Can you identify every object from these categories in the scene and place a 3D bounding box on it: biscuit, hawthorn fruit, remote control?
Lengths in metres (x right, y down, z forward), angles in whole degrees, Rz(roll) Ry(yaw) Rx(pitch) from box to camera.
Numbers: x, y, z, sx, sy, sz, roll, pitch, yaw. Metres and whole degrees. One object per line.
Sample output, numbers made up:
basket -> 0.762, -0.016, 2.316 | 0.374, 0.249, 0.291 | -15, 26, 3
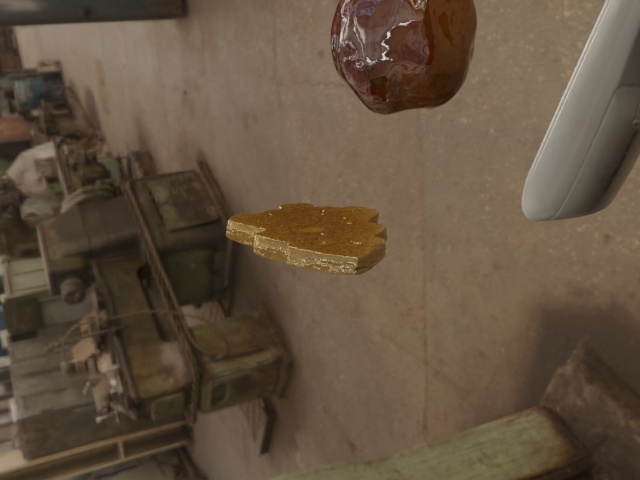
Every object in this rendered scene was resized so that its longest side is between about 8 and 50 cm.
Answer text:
biscuit -> 0.000, 0.000, 0.861 | 0.239, 0.212, 0.041 | -136, 46, -62
hawthorn fruit -> 0.105, -0.301, 0.925 | 0.208, 0.208, 0.248 | 50, 159, 48
remote control -> 0.276, -0.137, 0.608 | 0.313, 0.109, 0.055 | 101, 151, -43
